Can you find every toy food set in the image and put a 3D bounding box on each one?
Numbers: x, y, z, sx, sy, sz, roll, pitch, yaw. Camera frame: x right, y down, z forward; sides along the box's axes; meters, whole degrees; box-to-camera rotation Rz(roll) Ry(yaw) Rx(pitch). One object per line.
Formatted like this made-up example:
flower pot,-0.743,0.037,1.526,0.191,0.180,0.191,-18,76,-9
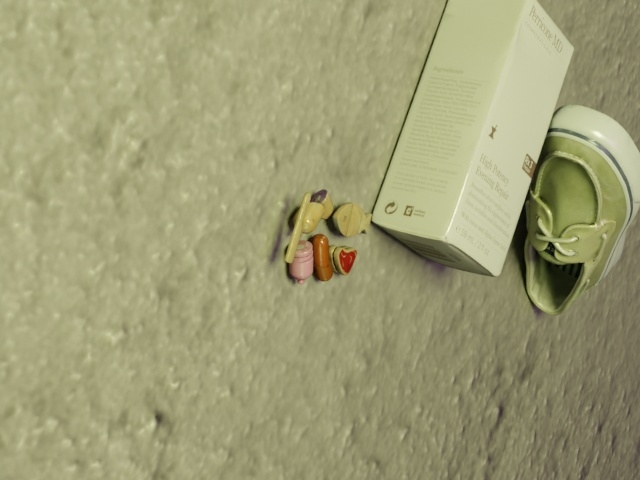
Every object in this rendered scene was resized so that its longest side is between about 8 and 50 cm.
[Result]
toy food set,0.000,0.000,1.023,0.122,0.019,0.078,26,80,-62

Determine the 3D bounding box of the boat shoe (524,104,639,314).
boat shoe,0.253,-0.018,1.256,0.094,0.109,0.302,-55,154,-20

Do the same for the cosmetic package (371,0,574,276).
cosmetic package,0.138,-0.096,1.125,0.117,0.085,0.231,31,77,-54
